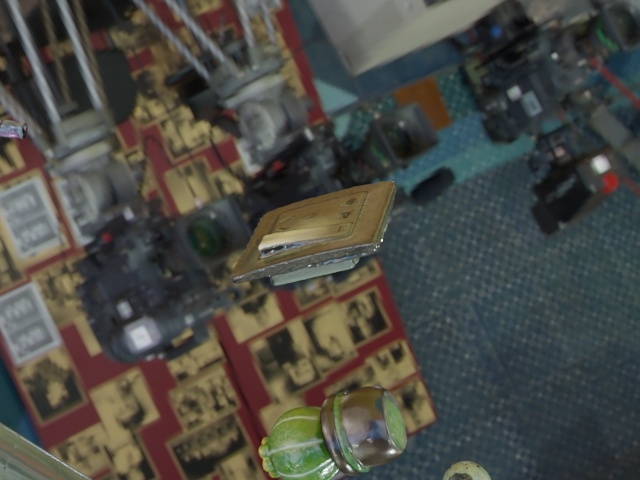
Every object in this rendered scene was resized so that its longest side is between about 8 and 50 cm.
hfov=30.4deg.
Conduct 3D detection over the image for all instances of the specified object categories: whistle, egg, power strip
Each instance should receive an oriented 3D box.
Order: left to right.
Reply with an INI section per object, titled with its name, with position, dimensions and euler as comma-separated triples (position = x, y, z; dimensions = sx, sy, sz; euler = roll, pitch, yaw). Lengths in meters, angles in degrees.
[whistle]
position = -0.621, -0.212, 2.149
dimensions = 0.176, 0.033, 0.033
euler = 8, -179, 3
[power strip]
position = 0.000, 0.002, 1.950
dimensions = 0.257, 0.092, 0.251
euler = -12, -162, 19
[egg]
position = 0.248, 0.420, 1.979
dimensions = 0.085, 0.085, 0.110
euler = -27, -157, 13

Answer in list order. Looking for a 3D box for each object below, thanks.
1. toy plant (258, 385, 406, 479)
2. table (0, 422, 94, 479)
[toy plant]
position = 0.009, 0.220, 1.306
dimensions = 0.162, 0.093, 0.093
euler = -19, -179, 19
[table]
position = -0.444, 0.350, 1.701
dimensions = 0.126, 0.220, 0.126
euler = -48, -162, 21
